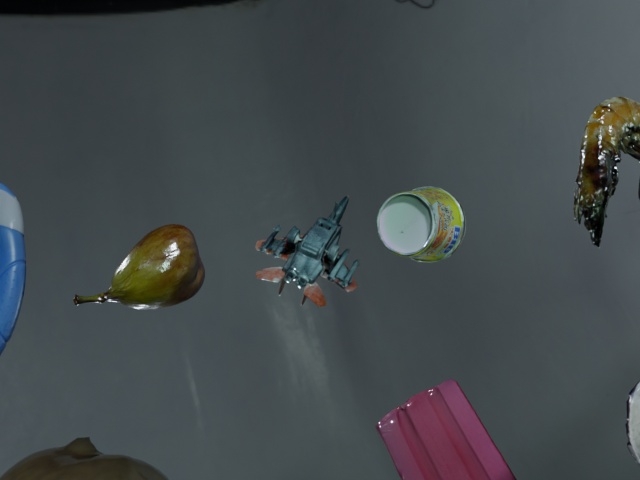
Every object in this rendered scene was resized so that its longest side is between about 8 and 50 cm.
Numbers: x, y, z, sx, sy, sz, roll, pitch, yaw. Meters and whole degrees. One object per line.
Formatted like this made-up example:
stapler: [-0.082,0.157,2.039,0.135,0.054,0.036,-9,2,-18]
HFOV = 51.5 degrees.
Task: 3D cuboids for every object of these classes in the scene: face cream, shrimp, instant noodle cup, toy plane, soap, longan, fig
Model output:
face cream: [-0.439,0.042,0.811,0.083,0.149,0.264,124,151,-63]
shrimp: [0.692,-0.153,1.522,0.071,0.233,0.365,160,123,-70]
instant noodle cup: [0.241,-0.038,1.663,0.205,0.153,0.205,2,93,32]
toy plane: [0.001,-0.004,1.371,0.223,0.326,0.104,23,143,9]
soap: [0.290,0.518,1.511,0.359,0.233,0.128,-117,6,-48]
longan: [-0.322,0.414,0.896,0.297,0.297,0.297,24,119,53]
fig: [-0.359,0.077,1.337,0.145,0.274,0.170,46,147,31]

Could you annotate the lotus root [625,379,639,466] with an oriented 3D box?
lotus root: [0.610,0.288,0.970,0.192,0.272,0.272,47,154,-19]
